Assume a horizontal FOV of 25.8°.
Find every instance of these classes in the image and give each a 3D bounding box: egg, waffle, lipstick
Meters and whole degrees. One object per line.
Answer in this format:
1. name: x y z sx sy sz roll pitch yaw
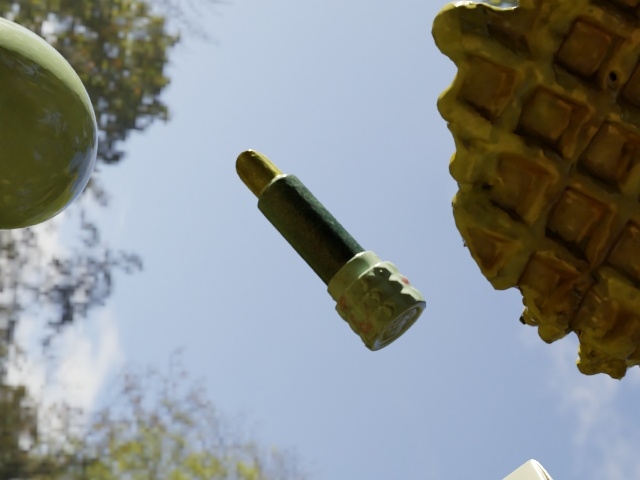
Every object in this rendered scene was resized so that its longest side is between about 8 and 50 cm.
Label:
1. egg: -0.251 -0.090 1.054 0.149 0.192 0.149 -16 -128 21
2. waffle: 0.220 -0.070 0.804 0.307 0.312 0.060 62 3 -20
3. lipstick: 0.000 0.000 0.665 0.116 0.037 0.037 48 -45 20

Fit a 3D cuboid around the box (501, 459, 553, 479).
1. box: 0.169 0.397 1.437 0.299 0.200 0.106 -37 -160 7
